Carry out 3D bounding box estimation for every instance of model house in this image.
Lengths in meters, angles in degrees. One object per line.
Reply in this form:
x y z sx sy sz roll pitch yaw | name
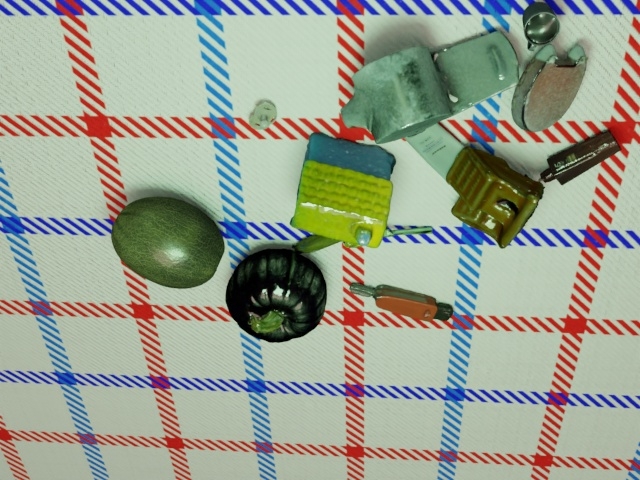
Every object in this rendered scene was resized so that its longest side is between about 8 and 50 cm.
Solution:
0.421 -0.105 1.947 0.239 0.173 0.268 32 135 9 | model house
0.057 -0.105 1.922 0.237 0.303 0.215 13 122 -4 | model house

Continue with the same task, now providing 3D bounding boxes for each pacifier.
-0.140 -0.302 1.927 0.068 0.064 0.083 15 130 -28 | pacifier

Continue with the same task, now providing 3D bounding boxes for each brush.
0.238 0.184 2.275 0.323 0.051 0.070 15 131 -5 | brush

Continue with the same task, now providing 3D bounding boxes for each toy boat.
0.523 -0.361 1.798 0.155 0.085 0.227 -5 133 -23 | toy boat

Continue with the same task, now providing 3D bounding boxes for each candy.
0.181 -0.023 2.101 0.262 0.077 0.073 -4 100 -10 | candy

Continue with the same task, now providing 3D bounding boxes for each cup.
0.485 -0.476 1.714 0.078 0.077 0.100 14 128 -5 | cup

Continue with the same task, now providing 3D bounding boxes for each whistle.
0.251 -0.351 1.770 0.405 0.188 0.168 -19 89 -16 | whistle

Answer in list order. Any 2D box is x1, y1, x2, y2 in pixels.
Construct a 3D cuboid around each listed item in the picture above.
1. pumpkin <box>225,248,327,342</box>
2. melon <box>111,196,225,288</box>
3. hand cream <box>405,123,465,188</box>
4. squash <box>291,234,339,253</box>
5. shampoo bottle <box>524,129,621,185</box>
-0.122 0.177 2.169 0.296 0.296 0.295 3 128 4 | pumpkin
-0.414 0.002 2.085 0.302 0.237 0.237 24 127 -11 | melon
0.296 -0.234 1.944 0.109 0.067 0.321 -37 121 28 | hand cream
0.000 0.000 2.160 0.183 0.052 0.052 -20 123 23 | squash
0.630 -0.197 1.928 0.236 0.068 0.067 -30 129 24 | shampoo bottle
